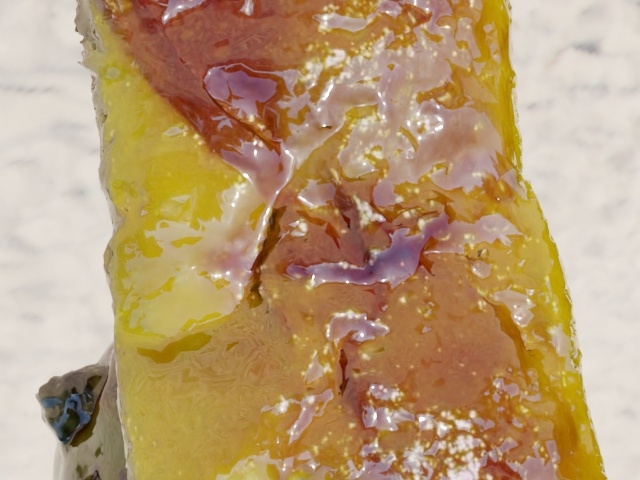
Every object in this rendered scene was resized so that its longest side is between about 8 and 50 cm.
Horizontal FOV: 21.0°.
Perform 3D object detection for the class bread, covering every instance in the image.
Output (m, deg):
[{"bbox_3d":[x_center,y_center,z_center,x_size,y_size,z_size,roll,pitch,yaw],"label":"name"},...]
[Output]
[{"bbox_3d":[0.000,0.000,0.644,0.185,0.380,0.109,-2,162,-25],"label":"bread"}]

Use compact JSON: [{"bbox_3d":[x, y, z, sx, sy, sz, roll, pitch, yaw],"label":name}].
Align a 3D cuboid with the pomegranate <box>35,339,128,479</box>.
[{"bbox_3d":[-0.005,0.120,0.777,0.198,0.246,0.198,-47,155,-30],"label":"pomegranate"}]
